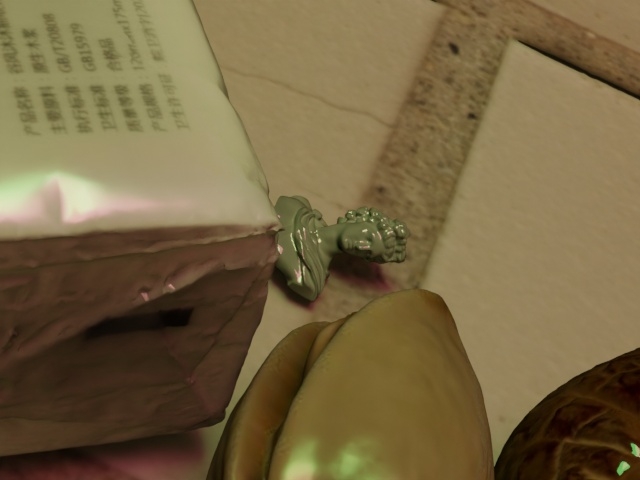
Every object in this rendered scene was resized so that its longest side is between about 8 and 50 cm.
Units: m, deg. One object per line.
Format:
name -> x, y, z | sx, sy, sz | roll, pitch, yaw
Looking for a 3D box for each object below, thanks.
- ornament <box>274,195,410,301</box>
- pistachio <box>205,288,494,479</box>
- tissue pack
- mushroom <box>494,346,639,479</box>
ornament -> -0.004, -0.001, 0.739 | 0.092, 0.041, 0.068 | -16, 53, -20
pistachio -> 0.016, 0.116, 0.591 | 0.144, 0.144, 0.215 | 24, 42, 0
tissue pack -> -0.197, -0.080, 0.625 | 0.266, 0.194, 0.356 | -5, 53, -23
mushroom -> 0.194, 0.148, 0.606 | 0.253, 0.153, 0.253 | -5, 45, 5
